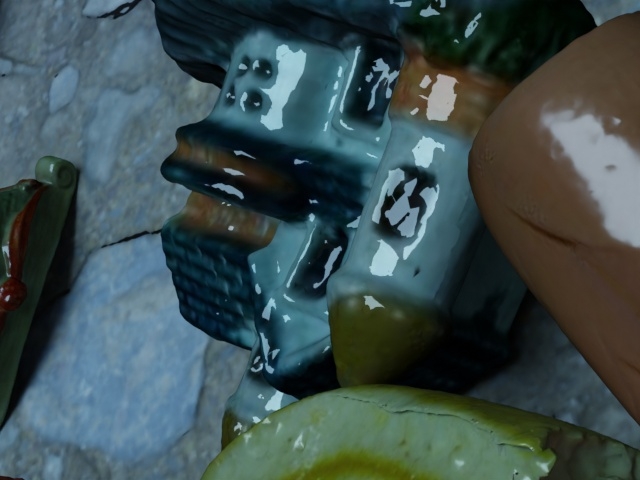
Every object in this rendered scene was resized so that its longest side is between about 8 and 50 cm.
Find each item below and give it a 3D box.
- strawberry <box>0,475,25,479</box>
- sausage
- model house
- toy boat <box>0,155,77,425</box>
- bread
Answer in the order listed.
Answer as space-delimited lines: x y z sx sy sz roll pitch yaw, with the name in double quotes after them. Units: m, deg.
-0.202 0.254 0.839 0.292 0.310 0.291 -12 71 36 "strawberry"
0.178 0.051 0.637 0.121 0.121 0.304 -45 67 16 "sausage"
0.000 0.000 0.868 0.253 0.184 0.291 18 89 38 "model house"
-0.202 0.030 1.082 0.089 0.071 0.185 10 80 39 "toy boat"
0.043 0.150 0.704 0.257 0.124 0.185 15 90 50 "bread"
